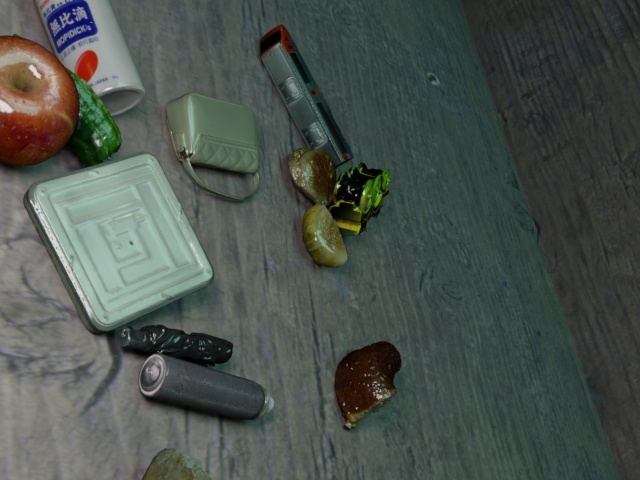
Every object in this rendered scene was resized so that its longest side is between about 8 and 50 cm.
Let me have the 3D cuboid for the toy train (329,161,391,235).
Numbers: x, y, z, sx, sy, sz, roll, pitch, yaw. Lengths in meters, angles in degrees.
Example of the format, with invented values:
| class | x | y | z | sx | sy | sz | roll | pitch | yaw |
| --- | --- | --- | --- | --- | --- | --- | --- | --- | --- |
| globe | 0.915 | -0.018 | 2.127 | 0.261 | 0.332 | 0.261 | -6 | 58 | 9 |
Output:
| class | x | y | z | sx | sy | sz | roll | pitch | yaw |
| --- | --- | --- | --- | --- | --- | --- | --- | --- | --- |
| toy train | 0.106 | -0.111 | 2.120 | 0.296 | 0.101 | 0.160 | -35 | 136 | -65 |

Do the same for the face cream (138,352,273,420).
| class | x | y | z | sx | sy | sz | roll | pitch | yaw |
| --- | --- | --- | --- | --- | --- | --- | --- | --- | --- |
| face cream | -0.186 | 0.262 | 1.409 | 0.284 | 0.073 | 0.073 | 27 | 45 | -46 |

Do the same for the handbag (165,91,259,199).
| class | x | y | z | sx | sy | sz | roll | pitch | yaw |
| --- | --- | --- | --- | --- | --- | --- | --- | --- | --- |
| handbag | -0.220 | -0.193 | 1.739 | 0.256 | 0.079 | 0.219 | 4 | 74 | -56 |

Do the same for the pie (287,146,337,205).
| class | x | y | z | sx | sy | sz | roll | pitch | yaw |
| --- | --- | --- | --- | --- | --- | --- | --- | --- | --- |
| pie | -0.011 | -0.156 | 2.030 | 0.193 | 0.079 | 0.163 | -12 | 86 | -65 |

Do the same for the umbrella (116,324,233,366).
| class | x | y | z | sx | sy | sz | roll | pitch | yaw |
| --- | --- | --- | --- | --- | --- | --- | --- | --- | --- |
| umbrella | -0.248 | 0.176 | 1.388 | 0.236 | 0.066 | 0.059 | 23 | 44 | -50 |

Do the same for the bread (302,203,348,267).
| class | x | y | z | sx | sy | sz | roll | pitch | yaw |
| --- | --- | --- | --- | --- | --- | --- | --- | --- | --- |
| bread | 0.000 | 0.000 | 1.910 | 0.157 | 0.083 | 0.094 | 58 | 32 | -4 |

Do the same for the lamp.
| class | x | y | z | sx | sy | sz | roll | pitch | yaw |
| --- | --- | --- | --- | --- | --- | --- | --- | --- | --- |
| lamp | -0.334 | -0.003 | 1.376 | 0.267 | 0.047 | 0.269 | -26 | 89 | -46 |

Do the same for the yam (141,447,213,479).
| class | x | y | z | sx | sy | sz | roll | pitch | yaw |
| --- | --- | --- | --- | --- | --- | --- | --- | --- | --- |
| yam | -0.238 | 0.443 | 1.123 | 0.133 | 0.133 | 0.330 | 52 | 32 | -18 |

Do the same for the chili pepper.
| class | x | y | z | sx | sy | sz | roll | pitch | yaw |
| --- | --- | --- | --- | --- | --- | --- | --- | --- | --- |
| chili pepper | -0.438 | -0.238 | 1.378 | 0.253 | 0.099 | 0.083 | 49 | 21 | -13 |

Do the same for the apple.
| class | x | y | z | sx | sy | sz | roll | pitch | yaw |
| --- | --- | --- | --- | --- | --- | --- | --- | --- | --- |
| apple | -0.478 | -0.211 | 1.254 | 0.201 | 0.162 | 0.201 | 17 | 60 | -33 |

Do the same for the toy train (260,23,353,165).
| class | x | y | z | sx | sy | sz | roll | pitch | yaw |
| --- | --- | --- | --- | --- | --- | --- | --- | --- | --- |
| toy train | -0.049 | -0.373 | 2.137 | 0.409 | 0.086 | 0.089 | 62 | 31 | -1 |

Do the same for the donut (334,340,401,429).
| class | x | y | z | sx | sy | sz | roll | pitch | yaw |
| --- | --- | --- | --- | --- | --- | --- | --- | --- | --- |
| donut | 0.105 | 0.309 | 1.792 | 0.144 | 0.126 | 0.187 | 59 | 29 | 7 |

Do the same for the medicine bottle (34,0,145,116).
| class | x | y | z | sx | sy | sz | roll | pitch | yaw |
| --- | --- | --- | --- | --- | --- | --- | --- | --- | --- |
| medicine bottle | -0.442 | -0.402 | 1.494 | 0.130 | 0.130 | 0.340 | -8 | 74 | -59 |
